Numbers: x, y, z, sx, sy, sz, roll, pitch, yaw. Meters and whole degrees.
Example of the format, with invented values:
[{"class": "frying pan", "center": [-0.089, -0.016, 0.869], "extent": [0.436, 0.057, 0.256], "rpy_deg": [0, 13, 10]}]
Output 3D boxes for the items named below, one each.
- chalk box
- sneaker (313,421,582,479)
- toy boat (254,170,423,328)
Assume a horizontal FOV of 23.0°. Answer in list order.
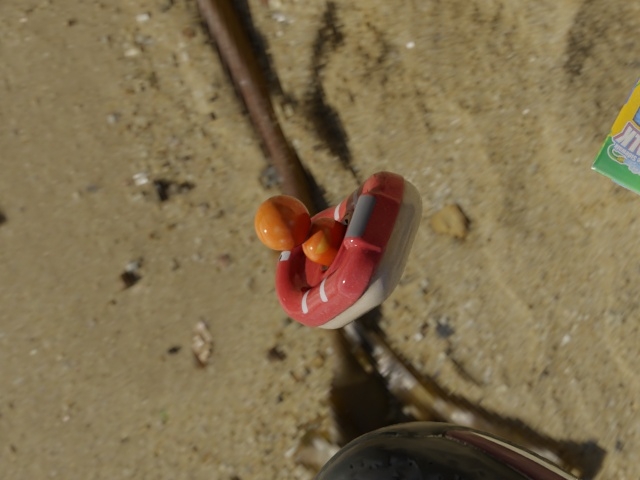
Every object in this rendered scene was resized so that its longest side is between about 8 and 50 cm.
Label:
[{"class": "chalk box", "center": [0.361, -0.089, 1.557], "extent": [0.132, 0.132, 0.213], "rpy_deg": [31, 98, 20]}, {"class": "sneaker", "center": [0.068, 0.159, 0.408], "extent": [0.106, 0.162, 0.281], "rpy_deg": [-45, 67, 13]}, {"class": "toy boat", "center": [0.000, 0.000, 1.677], "extent": [0.151, 0.151, 0.231], "rpy_deg": [25, 157, -11]}]
